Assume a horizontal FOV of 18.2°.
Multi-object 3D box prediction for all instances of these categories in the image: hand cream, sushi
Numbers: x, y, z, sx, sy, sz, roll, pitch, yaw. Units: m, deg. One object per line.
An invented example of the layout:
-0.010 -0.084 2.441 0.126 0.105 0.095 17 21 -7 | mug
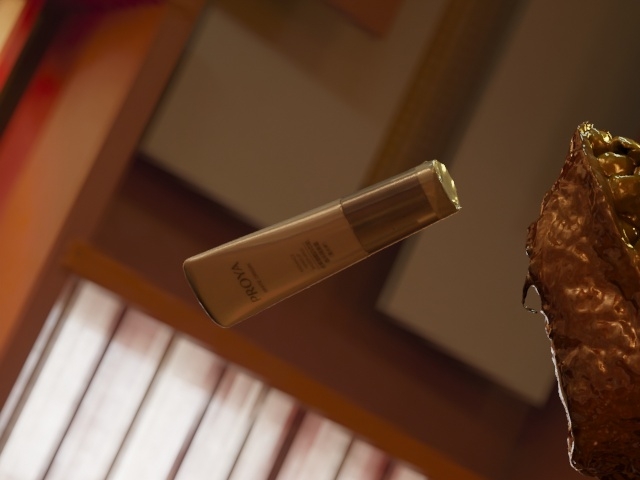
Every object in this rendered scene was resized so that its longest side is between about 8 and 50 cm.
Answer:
0.000 0.000 1.771 0.079 0.255 0.048 59 15 -20 | hand cream
0.246 0.055 1.483 0.179 0.296 0.167 -16 -26 17 | sushi
